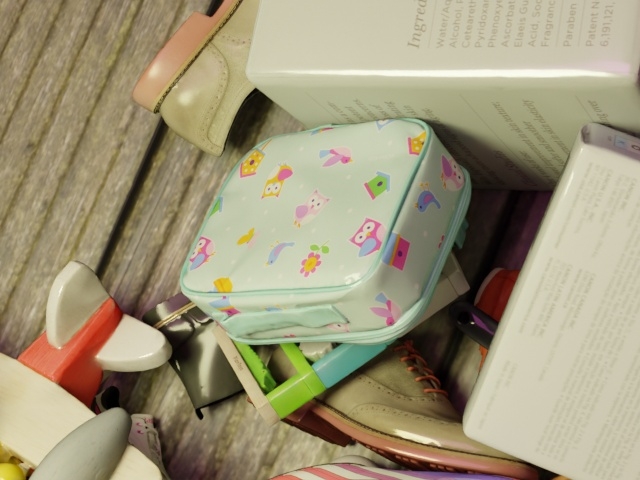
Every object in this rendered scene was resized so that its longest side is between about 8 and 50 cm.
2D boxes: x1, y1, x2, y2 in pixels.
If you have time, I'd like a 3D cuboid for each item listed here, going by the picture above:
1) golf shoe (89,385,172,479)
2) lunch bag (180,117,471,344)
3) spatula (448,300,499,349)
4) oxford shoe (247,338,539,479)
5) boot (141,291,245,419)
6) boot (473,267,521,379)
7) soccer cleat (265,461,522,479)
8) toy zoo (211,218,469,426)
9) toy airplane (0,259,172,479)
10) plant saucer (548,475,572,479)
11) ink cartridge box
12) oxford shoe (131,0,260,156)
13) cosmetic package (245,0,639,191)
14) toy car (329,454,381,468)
[{"bbox_3d":[-0.215,0.239,1.685,0.186,0.067,0.086,38,91,32],"label":"golf shoe"},{"bbox_3d":[0.000,0.000,1.460,0.279,0.108,0.224,-5,54,43],"label":"lunch bag"},{"bbox_3d":[0.245,0.153,1.456,0.296,0.030,0.084,38,110,18],"label":"spatula"},{"bbox_3d":[0.079,0.162,1.524,0.348,0.123,0.130,16,77,34],"label":"oxford shoe"},{"bbox_3d":[-0.086,0.102,1.679,0.198,0.077,0.137,-29,80,9],"label":"boot"},{"bbox_3d":[0.187,0.104,1.541,0.085,0.059,0.157,18,87,51],"label":"boot"},{"bbox_3d":[0.067,0.257,1.374,0.318,0.116,0.108,0,73,10],"label":"soccer cleat"},{"bbox_3d":[0.034,0.061,1.563,0.293,0.030,0.192,-35,29,-3],"label":"toy zoo"},{"bbox_3d":[-0.346,0.190,1.580,0.386,0.272,0.384,-26,56,23],"label":"toy airplane"},{"bbox_3d":[0.261,0.319,1.410,0.200,0.037,0.199,-3,83,25],"label":"plant saucer"},{"bbox_3d":[0.359,0.104,1.334,0.385,0.091,0.308,21,112,4],"label":"ink cartridge box"},{"bbox_3d":[-0.042,-0.271,1.761,0.146,0.140,0.397,42,90,1],"label":"oxford shoe"},{"bbox_3d":[0.191,-0.248,1.491,0.394,0.329,0.327,4,75,27],"label":"cosmetic package"},{"bbox_3d":[0.011,0.311,1.504,0.182,0.136,0.159,-39,60,10],"label":"toy car"}]
